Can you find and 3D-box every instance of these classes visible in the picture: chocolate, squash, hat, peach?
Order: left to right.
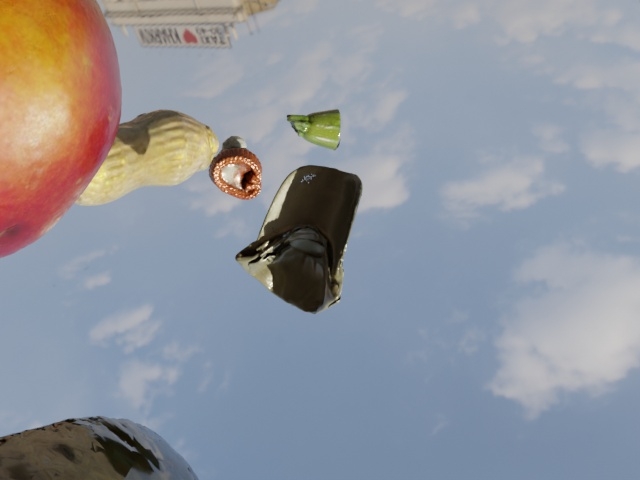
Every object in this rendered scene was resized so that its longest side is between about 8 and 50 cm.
[{"bbox_3d":[-0.239,-0.097,0.419,0.200,0.243,0.243,-8,-144,-17],"label":"peach"},{"bbox_3d":[-0.303,-0.141,1.004,0.134,0.134,0.309,19,-152,37],"label":"chocolate"},{"bbox_3d":[-0.173,-0.160,1.254,0.093,0.112,0.162,-55,-153,16],"label":"hat"},{"bbox_3d":[-0.023,-0.277,1.514,0.132,0.105,0.105,1,-144,-14],"label":"squash"},{"bbox_3d":[0.000,0.000,0.732,0.147,0.085,0.175,26,-90,29],"label":"hat"}]

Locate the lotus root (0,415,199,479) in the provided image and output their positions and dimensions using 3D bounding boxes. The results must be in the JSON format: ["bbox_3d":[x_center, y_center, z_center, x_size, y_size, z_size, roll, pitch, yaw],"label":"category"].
[{"bbox_3d":[-0.124,0.197,0.295,0.210,0.314,0.142,43,-90,8],"label":"lotus root"}]
